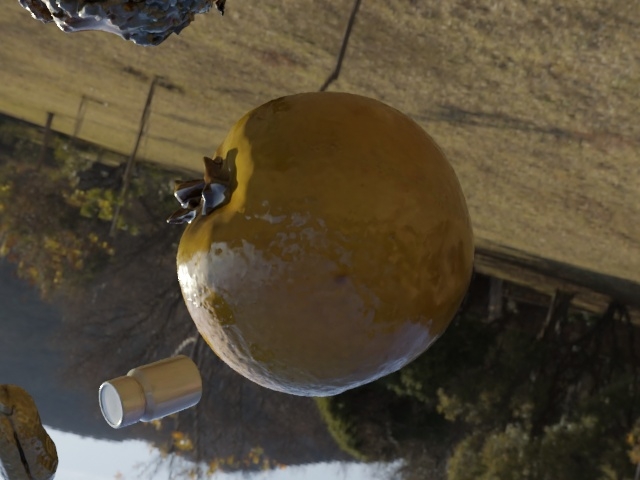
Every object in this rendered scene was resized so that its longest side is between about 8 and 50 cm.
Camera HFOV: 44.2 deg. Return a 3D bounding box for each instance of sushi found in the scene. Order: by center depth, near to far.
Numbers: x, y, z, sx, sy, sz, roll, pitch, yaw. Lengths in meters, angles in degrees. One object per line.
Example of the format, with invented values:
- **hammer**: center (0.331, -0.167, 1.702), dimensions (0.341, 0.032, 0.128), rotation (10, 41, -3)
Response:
- **sushi**: center (-0.308, -0.515, 1.263), dimensions (0.418, 0.417, 0.176), rotation (16, 169, -4)

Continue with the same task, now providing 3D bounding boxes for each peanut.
- **peanut**: center (-0.377, 0.247, 0.987), dimensions (0.080, 0.174, 0.080), rotation (-2, -144, 1)

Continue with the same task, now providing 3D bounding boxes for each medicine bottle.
- **medicine bottle**: center (-0.160, 0.143, 0.747), dimensions (0.052, 0.052, 0.089), rotation (10, -164, 44)

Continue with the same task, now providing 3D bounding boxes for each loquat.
- **loquat**: center (0.000, 0.000, 0.548), dimensions (0.208, 0.208, 0.208), rotation (15, 175, 1)
